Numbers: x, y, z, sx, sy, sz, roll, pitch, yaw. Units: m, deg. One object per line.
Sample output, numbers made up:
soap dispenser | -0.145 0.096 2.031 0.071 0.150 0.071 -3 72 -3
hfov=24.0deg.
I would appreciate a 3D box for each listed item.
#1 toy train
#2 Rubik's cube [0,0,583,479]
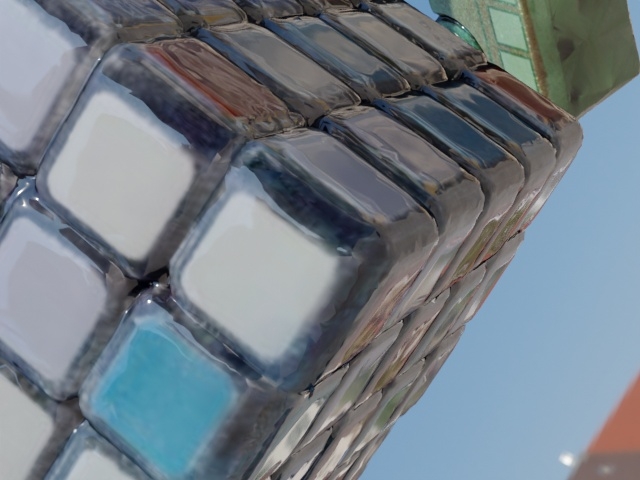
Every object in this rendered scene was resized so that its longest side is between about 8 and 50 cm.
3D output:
toy train | 0.153 -0.235 1.220 0.129 0.159 0.326 -37 -53 -25
Rubik's cube | -0.103 0.005 0.650 0.292 0.293 0.287 -60 -14 21
